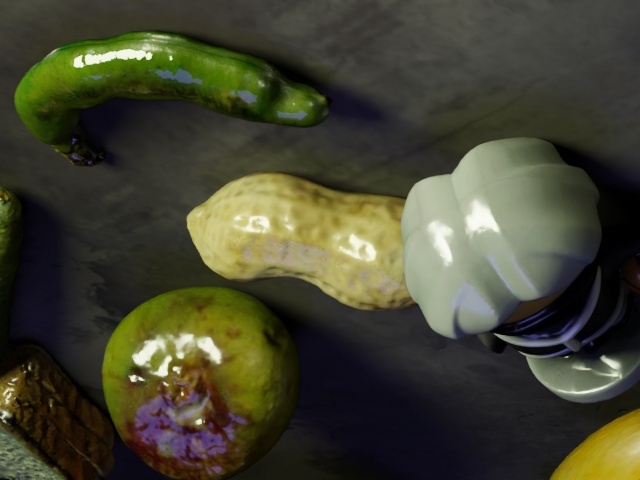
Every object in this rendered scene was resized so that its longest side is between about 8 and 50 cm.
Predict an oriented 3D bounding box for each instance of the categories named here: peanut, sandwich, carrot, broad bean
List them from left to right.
[{"bbox_3d":[-0.375,0.201,2.039,0.273,0.095,0.249,2,149,27],"label":"sandwich"},{"bbox_3d":[-0.318,0.042,1.749,0.074,0.074,0.358,20,150,-6],"label":"carrot"},{"bbox_3d":[-0.134,-0.109,1.406,0.292,0.049,0.144,-9,149,43],"label":"broad bean"},{"bbox_3d":[0.000,0.000,1.476,0.229,0.098,0.103,13,121,13],"label":"peanut"}]

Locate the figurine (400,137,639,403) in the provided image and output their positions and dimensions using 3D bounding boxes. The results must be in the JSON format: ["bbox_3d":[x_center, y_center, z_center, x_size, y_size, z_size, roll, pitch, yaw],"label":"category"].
[{"bbox_3d":[0.167,0.020,1.376,0.176,0.133,0.236,-34,139,18],"label":"figurine"}]

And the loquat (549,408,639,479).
[{"bbox_3d":[0.350,0.285,1.587,0.359,0.328,0.328,-17,148,0],"label":"loquat"}]

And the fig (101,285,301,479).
[{"bbox_3d":[-0.104,0.130,1.698,0.181,0.181,0.191,15,176,3],"label":"fig"}]
